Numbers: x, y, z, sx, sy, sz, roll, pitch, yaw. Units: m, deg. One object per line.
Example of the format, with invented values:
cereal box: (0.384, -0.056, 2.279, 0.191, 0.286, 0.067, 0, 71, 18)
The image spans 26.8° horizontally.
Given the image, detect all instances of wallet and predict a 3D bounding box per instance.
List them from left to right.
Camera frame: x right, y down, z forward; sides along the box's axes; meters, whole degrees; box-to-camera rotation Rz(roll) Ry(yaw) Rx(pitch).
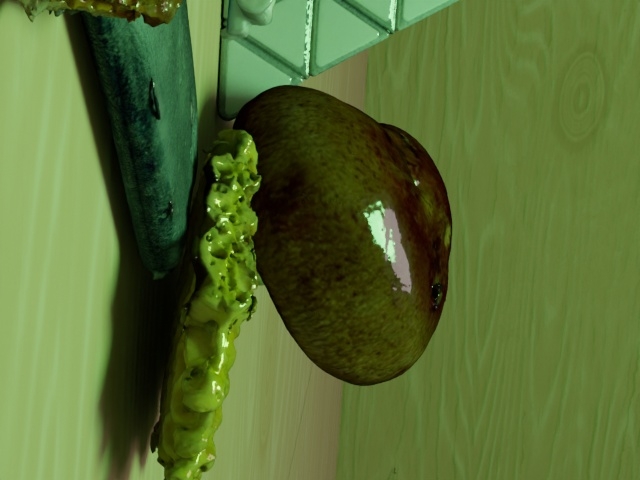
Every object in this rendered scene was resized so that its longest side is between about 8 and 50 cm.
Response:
wallet: (-0.129, -0.157, 1.000, 0.379, 0.046, 0.190, 86, 9, -52)

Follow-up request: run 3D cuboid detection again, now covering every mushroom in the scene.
mushroom: (0.000, 0.000, 1.430, 0.345, 0.260, 0.345, 49, 28, -39)

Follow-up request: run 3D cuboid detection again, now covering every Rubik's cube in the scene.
Rubik's cube: (-0.023, -0.291, 1.475, 0.228, 0.229, 0.233, -44, -113, 38)

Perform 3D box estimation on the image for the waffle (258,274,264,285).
waffle: (-0.061, -0.044, 1.704, 0.223, 0.054, 0.204, 7, 88, -84)

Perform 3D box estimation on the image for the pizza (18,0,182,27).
pizza: (-0.123, -0.178, 0.772, 0.246, 0.058, 0.127, 20, 85, -71)

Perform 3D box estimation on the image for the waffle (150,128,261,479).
waffle: (-0.100, 0.061, 1.169, 0.312, 0.060, 0.307, -111, -149, -72)

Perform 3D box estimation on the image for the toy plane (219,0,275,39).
toy plane: (-0.045, -0.303, 1.152, 0.267, 0.123, 0.266, -171, -90, -88)
